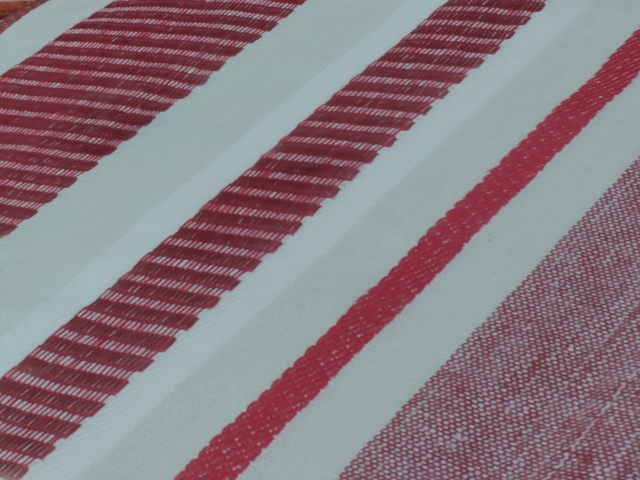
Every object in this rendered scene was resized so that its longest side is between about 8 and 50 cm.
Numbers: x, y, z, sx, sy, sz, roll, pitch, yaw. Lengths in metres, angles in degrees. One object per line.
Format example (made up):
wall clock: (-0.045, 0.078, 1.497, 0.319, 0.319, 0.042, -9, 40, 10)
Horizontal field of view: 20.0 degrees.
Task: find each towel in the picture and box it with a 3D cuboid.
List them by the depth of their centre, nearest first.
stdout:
towel: (-0.023, 0.001, 0.478, 0.329, 0.037, 0.237, 12, 41, 40)

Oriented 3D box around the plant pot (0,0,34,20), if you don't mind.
plant pot: (-0.176, 0.036, 1.118, 0.272, 0.272, 0.265, 131, 138, -54)
